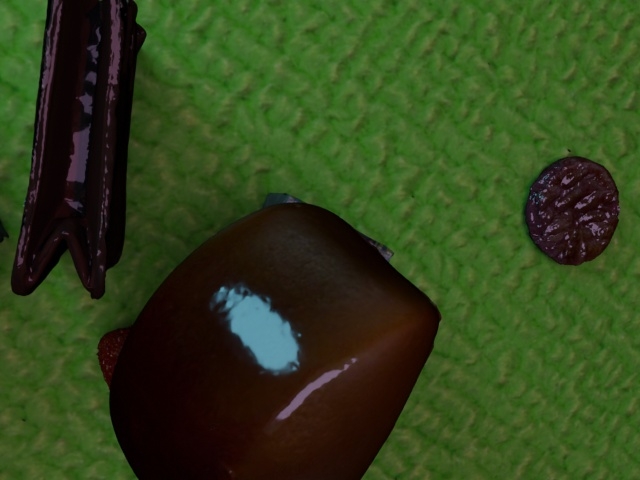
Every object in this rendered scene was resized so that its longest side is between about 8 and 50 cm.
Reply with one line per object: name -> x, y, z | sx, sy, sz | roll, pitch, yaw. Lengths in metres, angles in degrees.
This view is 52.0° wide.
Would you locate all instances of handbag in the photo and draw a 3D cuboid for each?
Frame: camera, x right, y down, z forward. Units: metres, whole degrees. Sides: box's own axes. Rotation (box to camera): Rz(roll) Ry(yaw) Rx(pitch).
handbag -> -0.227, -0.093, 0.638 | 0.084, 0.260, 0.275 | 8, 94, -13

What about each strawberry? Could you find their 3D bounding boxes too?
strawberry -> -0.210, 0.140, 0.765 | 0.106, 0.106, 0.106 | -2, 98, -15

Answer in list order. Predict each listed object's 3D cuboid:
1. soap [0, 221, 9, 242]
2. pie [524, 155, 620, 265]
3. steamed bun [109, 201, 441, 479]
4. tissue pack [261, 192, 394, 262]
soap -> -0.548, -0.003, 0.590 | 0.435, 0.213, 0.350 | -25, 100, -10
pie -> 0.354, -0.041, 0.914 | 0.155, 0.036, 0.154 | -2, 99, -15
steamed bun -> -0.064, 0.163, 0.653 | 0.248, 0.235, 0.379 | -14, 139, -43
tissue pack -> 0.000, 0.000, 0.788 | 0.148, 0.109, 0.060 | 28, 88, -17
